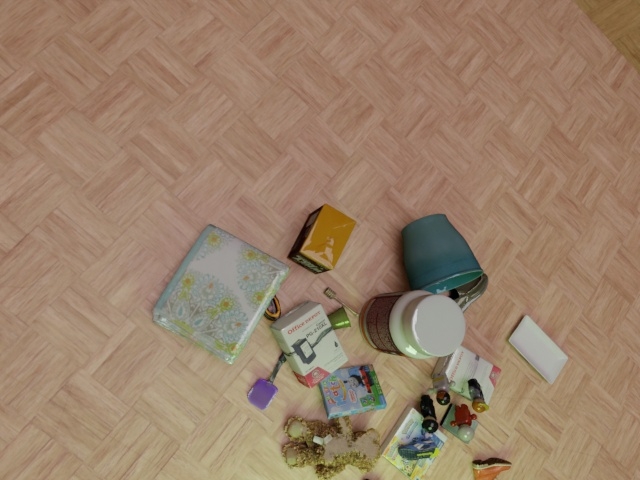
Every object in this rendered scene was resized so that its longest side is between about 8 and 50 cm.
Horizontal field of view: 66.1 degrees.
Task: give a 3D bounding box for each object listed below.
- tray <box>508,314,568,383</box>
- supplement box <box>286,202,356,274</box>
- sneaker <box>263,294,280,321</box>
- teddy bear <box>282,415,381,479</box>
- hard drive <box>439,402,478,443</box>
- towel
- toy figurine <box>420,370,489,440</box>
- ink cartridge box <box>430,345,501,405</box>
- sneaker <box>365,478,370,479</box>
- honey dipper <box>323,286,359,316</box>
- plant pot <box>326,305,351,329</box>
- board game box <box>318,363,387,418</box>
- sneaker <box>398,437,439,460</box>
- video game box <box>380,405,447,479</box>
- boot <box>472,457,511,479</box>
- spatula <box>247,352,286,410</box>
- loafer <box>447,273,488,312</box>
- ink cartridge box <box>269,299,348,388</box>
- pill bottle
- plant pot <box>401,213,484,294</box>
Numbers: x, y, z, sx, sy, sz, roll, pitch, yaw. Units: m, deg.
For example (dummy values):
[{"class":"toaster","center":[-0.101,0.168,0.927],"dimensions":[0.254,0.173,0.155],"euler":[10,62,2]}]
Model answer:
[{"class":"tray","center":[0.890,0.447,2.020],"dimensions":[0.270,0.030,0.145],"euler":[45,73,-7]},{"class":"supplement box","center":[0.000,0.000,1.718],"dimensions":[0.129,0.194,0.191],"euler":[30,74,-11]},{"class":"sneaker","center":[-0.195,0.180,1.690],"dimensions":[0.084,0.083,0.215],"euler":[-33,91,-17]},{"class":"teddy bear","center":[0.034,0.697,1.685],"dimensions":[0.338,0.113,0.245],"euler":[-9,76,-12]},{"class":"hard drive","center":[0.528,0.697,1.872],"dimensions":[0.135,0.022,0.094],"euler":[36,73,-9]},{"class":"towel","center":[-0.327,0.172,1.612],"dimensions":[0.320,0.090,0.374],"euler":[29,77,4]},{"class":"toy figurine","center":[0.471,0.592,1.748],"dimensions":[0.213,0.148,0.209],"euler":[16,120,-2]},{"class":"ink cartridge box","center":[0.553,0.508,1.872],"dimensions":[0.218,0.092,0.158],"euler":[32,74,-12]},{"class":"sneaker","center":[0.133,0.887,1.697],"dimensions":[0.217,0.079,0.121],"euler":[13,75,-24]},{"class":"honey dipper","center":[0.080,0.231,1.799],"dimensions":[0.161,0.030,0.030],"euler":[41,72,-12]},{"class":"plant pot","center":[0.058,0.287,1.761],"dimensions":[0.079,0.083,0.083],"euler":[-22,89,-8]},{"class":"board game box","center":[0.106,0.523,1.714],"dimensions":[0.211,0.039,0.160],"euler":[-4,47,-17]},{"class":"sneaker","center":[0.345,0.740,1.747],"dimensions":[0.144,0.059,0.053],"euler":[-2,114,-2]},{"class":"video game box","center":[0.339,0.745,1.793],"dimensions":[0.187,0.048,0.205],"euler":[41,72,-6]},{"class":"boot","center":[0.654,0.879,1.870],"dimensions":[0.158,0.059,0.084],"euler":[-3,86,-9]},{"class":"spatula","center":[-0.146,0.438,1.694],"dimensions":[0.084,0.030,0.296],"euler":[35,73,-11]},{"class":"loafer","center":[0.558,0.205,1.917],"dimensions":[0.251,0.094,0.087],"euler":[-45,100,-18]},{"class":"ink cartridge box","center":[-0.038,0.349,1.675],"dimensions":[0.172,0.100,0.237],"euler":[-32,105,-24]},{"class":"pill bottle","center":[0.302,0.283,1.667],"dimensions":[0.224,0.392,0.224],"euler":[3,81,-17]},{"class":"plant pot","center":[0.423,0.049,1.823],"dimensions":[0.272,0.271,0.255],"euler":[-13,71,-19]}]
